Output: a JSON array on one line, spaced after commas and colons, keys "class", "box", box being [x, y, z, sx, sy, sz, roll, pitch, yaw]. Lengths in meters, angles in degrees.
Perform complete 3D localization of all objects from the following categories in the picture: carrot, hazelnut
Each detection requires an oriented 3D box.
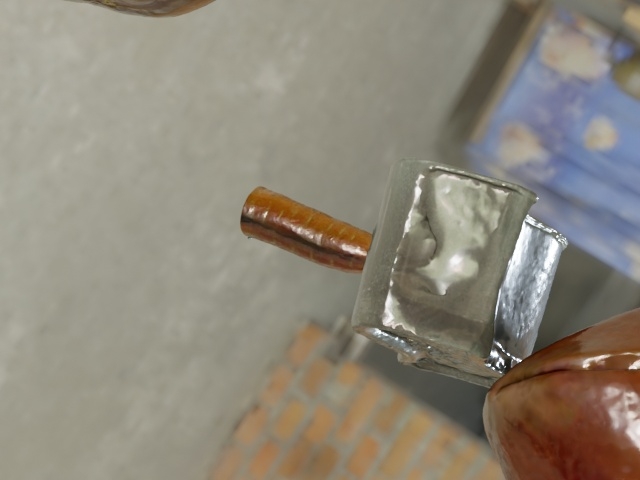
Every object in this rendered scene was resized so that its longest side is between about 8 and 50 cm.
[{"class": "carrot", "box": [0.000, 0.000, 1.607, 0.048, 0.139, 0.048, -48, 151, -38]}, {"class": "hazelnut", "box": [0.196, 0.129, 1.169, 0.208, 0.208, 0.208, -50, 162, -24]}]

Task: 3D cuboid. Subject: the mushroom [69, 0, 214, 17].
[{"class": "mushroom", "box": [-0.109, -0.301, 1.502, 0.263, 0.195, 0.283, 109, 2, -57]}]

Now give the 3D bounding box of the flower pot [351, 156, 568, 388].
[{"class": "flower pot", "box": [0.090, 0.027, 1.223, 0.229, 0.103, 0.108, 37, 67, -73]}]
